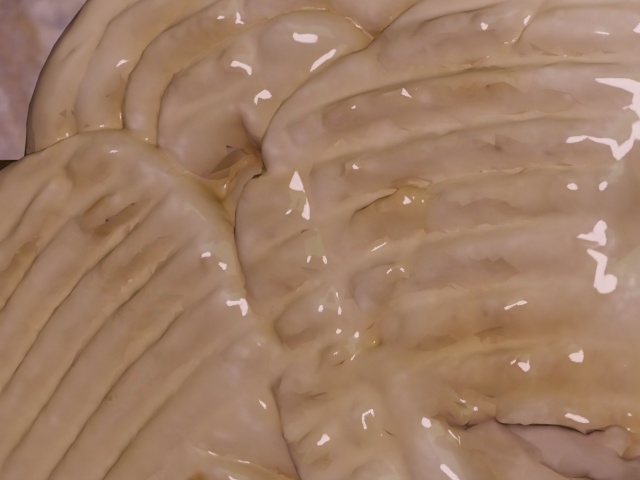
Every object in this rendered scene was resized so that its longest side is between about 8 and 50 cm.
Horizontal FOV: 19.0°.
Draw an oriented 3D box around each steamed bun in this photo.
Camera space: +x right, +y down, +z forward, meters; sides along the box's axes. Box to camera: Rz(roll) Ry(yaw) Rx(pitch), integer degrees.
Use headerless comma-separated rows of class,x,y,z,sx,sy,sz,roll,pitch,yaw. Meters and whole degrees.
steamed bun,0.022,0.057,0.558,0.276,0.203,0.289,-3,84,28

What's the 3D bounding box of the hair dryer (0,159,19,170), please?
hair dryer,-0.168,0.103,0.628,0.135,0.090,0.278,2,68,35
